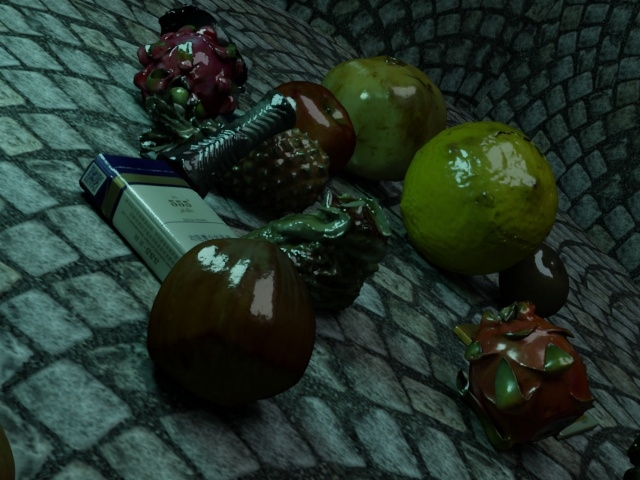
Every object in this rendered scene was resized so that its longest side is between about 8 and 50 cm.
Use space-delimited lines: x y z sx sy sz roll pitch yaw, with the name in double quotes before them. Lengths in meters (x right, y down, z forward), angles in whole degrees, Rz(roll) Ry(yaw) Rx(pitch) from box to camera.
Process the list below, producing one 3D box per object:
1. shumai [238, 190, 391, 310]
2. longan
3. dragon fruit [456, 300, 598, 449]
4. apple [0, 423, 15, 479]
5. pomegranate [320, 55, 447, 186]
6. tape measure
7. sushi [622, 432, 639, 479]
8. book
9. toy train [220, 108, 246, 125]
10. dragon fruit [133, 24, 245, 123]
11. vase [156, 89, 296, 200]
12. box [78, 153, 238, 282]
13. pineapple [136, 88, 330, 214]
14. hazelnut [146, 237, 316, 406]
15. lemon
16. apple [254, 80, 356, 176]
"shumai" -0.001 0.002 1.510 0.256 0.218 0.189 3 47 -57
"longan" 0.502 0.093 2.196 0.167 0.168 0.187 9 78 -52
"dragon fruit" 0.342 0.227 1.574 0.224 0.224 0.227 9 38 -52
"apple" -0.310 0.169 0.639 0.174 0.188 0.188 38 19 -12
"pomegranate" 0.144 -0.292 2.293 0.333 0.332 0.332 32 20 -13
"tape measure" -0.255 -0.412 2.060 0.223 0.135 0.202 44 -14 28
"sushi" 0.670 0.436 1.516 0.178 0.294 0.352 22 26 -42
"book" 0.411 0.272 1.860 0.295 0.020 0.208 47 22 28
"toy train" -0.118 -0.219 2.047 0.252 0.055 0.048 28 30 -21
"dragon fruit" -0.270 -0.310 1.831 0.218 0.198 0.273 46 44 -7
"vase" -0.151 -0.163 1.581 0.237 0.115 0.115 -38 70 -24
"box" -0.223 -0.023 1.392 0.259 0.071 0.168 44 21 23
"pineapple" -0.158 -0.167 1.703 0.361 0.175 0.175 24 23 -23
"hazelnut" -0.098 0.101 1.140 0.210 0.210 0.186 29 19 -21
"lemon" 0.347 -0.093 2.111 0.350 0.387 0.349 7 76 -30
"apple" -0.047 -0.212 1.926 0.230 0.230 0.230 32 20 -13
